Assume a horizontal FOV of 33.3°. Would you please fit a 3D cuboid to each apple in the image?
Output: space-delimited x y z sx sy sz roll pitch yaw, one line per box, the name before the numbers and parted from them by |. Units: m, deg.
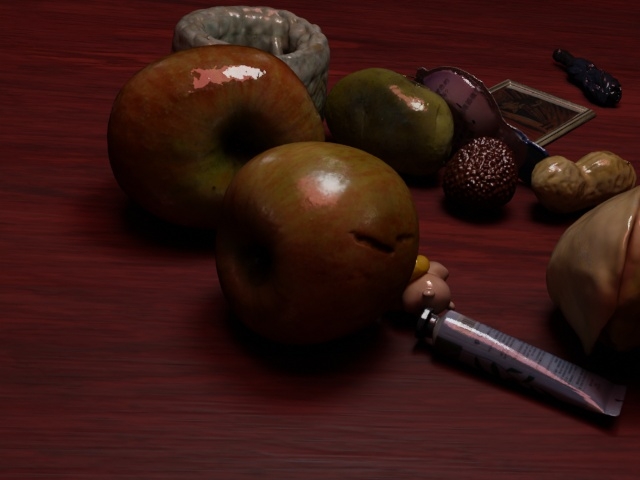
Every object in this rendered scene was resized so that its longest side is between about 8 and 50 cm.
apple | 0.000 0.000 1.357 0.264 0.264 0.264 6 30 -3
apple | -0.156 -0.156 1.574 0.309 0.277 0.250 13 11 -21

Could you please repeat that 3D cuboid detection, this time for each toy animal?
toy animal | 0.140 0.076 1.446 0.082 0.091 0.114 45 13 22

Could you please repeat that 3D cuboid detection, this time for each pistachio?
pistachio | 0.413 0.047 1.393 0.229 0.238 0.321 7 -1 9

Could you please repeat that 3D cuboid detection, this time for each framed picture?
framed picture | 0.395 -0.254 2.115 0.216 0.016 0.273 26 35 28

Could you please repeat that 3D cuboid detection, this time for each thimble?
thimble | -0.121 -0.283 1.870 0.291 0.195 0.291 5 29 -3

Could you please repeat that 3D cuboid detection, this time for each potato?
potato | 0.118 -0.205 1.826 0.248 0.169 0.143 24 3 30

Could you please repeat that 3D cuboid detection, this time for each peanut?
peanut | 0.432 -0.096 1.768 0.229 0.103 0.098 -10 21 -31

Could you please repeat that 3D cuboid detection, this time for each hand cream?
hand cream | 0.251 0.154 1.353 0.271 0.058 0.091 21 21 15

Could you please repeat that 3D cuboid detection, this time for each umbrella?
umbrella | 0.568 -0.362 2.289 0.071 0.071 0.248 -1 32 -14

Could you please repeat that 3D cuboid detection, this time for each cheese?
cheese | 0.271 -0.200 1.852 0.286 0.189 0.074 38 60 18

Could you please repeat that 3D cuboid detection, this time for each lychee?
lychee | 0.261 -0.105 1.730 0.123 0.123 0.129 12 66 8
